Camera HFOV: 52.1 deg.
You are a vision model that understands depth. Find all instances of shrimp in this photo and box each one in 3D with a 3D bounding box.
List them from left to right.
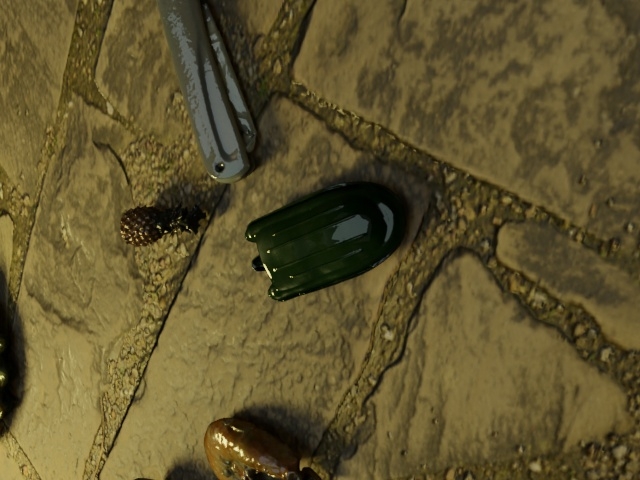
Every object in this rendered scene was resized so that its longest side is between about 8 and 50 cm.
[{"bbox_3d":[-0.079,0.298,0.857,0.187,0.052,0.132,8,118,38],"label":"shrimp"}]

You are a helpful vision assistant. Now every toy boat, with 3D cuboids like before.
[{"bbox_3d":[0.000,0.000,0.726,0.210,0.052,0.104,-23,87,33],"label":"toy boat"}]

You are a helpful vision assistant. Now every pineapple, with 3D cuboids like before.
[{"bbox_3d":[-0.198,-0.021,0.848,0.124,0.058,0.058,-3,100,25],"label":"pineapple"}]

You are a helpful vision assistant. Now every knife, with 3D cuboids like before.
[{"bbox_3d":[-0.134,-0.197,0.769,0.073,0.040,0.265,-17,92,23],"label":"knife"}]

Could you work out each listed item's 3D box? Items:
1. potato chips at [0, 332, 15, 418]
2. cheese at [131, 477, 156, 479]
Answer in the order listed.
[{"bbox_3d":[-0.699,0.228,1.209,0.429,0.070,0.358,-26,85,34],"label":"potato chips"},{"bbox_3d":[-0.208,0.444,0.943,0.202,0.091,0.175,10,107,28],"label":"cheese"}]
